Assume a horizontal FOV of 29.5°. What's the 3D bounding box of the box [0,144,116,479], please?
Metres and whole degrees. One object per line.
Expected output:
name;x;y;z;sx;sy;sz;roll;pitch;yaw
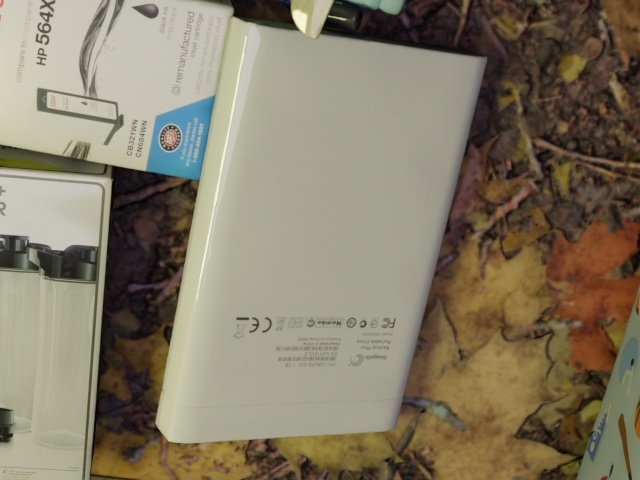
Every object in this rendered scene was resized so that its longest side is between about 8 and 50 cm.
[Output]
box;-0.269;0.065;1.039;0.169;0.087;0.290;6;107;-9

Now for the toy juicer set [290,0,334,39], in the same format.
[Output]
toy juicer set;-0.040;-0.333;0.891;0.209;0.089;0.329;-45;83;15

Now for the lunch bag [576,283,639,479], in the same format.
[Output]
lunch bag;0.456;0.186;1.090;0.385;0.239;0.328;13;104;-3

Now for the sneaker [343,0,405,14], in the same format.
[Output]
sneaker;0.109;-0.341;0.940;0.150;0.135;0.366;30;113;-16

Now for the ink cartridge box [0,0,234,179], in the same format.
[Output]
ink cartridge box;-0.184;-0.143;0.984;0.203;0.086;0.148;9;106;-10

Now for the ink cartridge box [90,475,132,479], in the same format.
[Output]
ink cartridge box;-0.197;0.303;1.059;0.353;0.207;0.119;9;105;-9

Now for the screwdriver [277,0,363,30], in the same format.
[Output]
screwdriver;-0.044;-0.203;0.989;0.170;0.024;0.025;22;65;17

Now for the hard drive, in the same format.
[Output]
hard drive;0.000;0.000;1.033;0.233;0.047;0.353;2;109;-31
